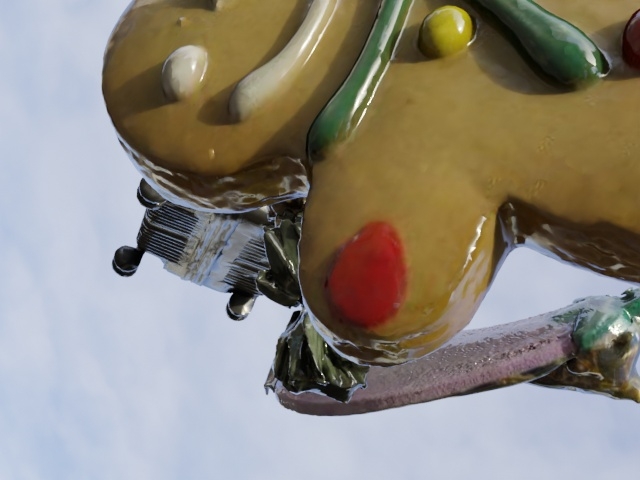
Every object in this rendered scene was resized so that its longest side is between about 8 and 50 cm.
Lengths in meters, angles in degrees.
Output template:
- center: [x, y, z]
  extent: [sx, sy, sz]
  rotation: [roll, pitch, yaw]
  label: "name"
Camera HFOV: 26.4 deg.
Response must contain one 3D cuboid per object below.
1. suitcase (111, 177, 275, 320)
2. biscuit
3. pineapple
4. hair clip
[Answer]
- center: [-0.057, -0.121, 1.280]
  extent: [0.152, 0.335, 0.229]
  rotation: [23, -23, -7]
  label: "suitcase"
- center: [0.060, -0.051, 0.415]
  extent: [0.302, 0.196, 0.049]
  rotation: [9, -32, 28]
  label: "biscuit"
- center: [0.000, 0.000, 0.667]
  extent: [0.074, 0.074, 0.159]
  rotation: [-37, -131, 47]
  label: "pineapple"
- center: [0.100, 0.104, 1.122]
  extent: [0.359, 0.110, 0.095]
  rotation: [-6, -32, 28]
  label: "hair clip"
